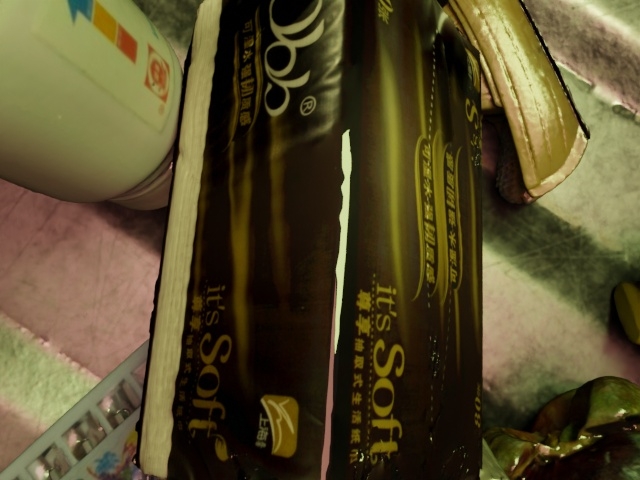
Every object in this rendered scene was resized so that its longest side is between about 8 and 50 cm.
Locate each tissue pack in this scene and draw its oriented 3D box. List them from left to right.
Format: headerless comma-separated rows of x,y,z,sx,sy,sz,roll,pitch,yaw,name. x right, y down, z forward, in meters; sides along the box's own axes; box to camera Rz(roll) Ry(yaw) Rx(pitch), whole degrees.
0.000,0.000,0.435,0.198,0.210,0.370,-7,73,35,tissue pack

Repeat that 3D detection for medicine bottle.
-0.199,-0.121,0.435,0.170,0.293,0.170,-3,79,14,medicine bottle

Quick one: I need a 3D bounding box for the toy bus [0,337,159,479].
-0.205,0.228,0.527,0.329,0.109,0.136,-42,79,-4,toy bus

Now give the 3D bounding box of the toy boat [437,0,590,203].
0.141,-0.182,0.563,0.121,0.089,0.321,-27,87,13,toy boat

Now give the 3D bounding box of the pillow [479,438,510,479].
0.082,0.153,0.507,0.051,0.241,0.093,14,119,-34,pillow

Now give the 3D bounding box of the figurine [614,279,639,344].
0.455,0.053,0.505,0.326,0.218,0.169,-6,63,-5,figurine

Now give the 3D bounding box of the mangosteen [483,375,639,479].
0.247,0.258,0.459,0.287,0.288,0.288,0,87,-1,mangosteen
